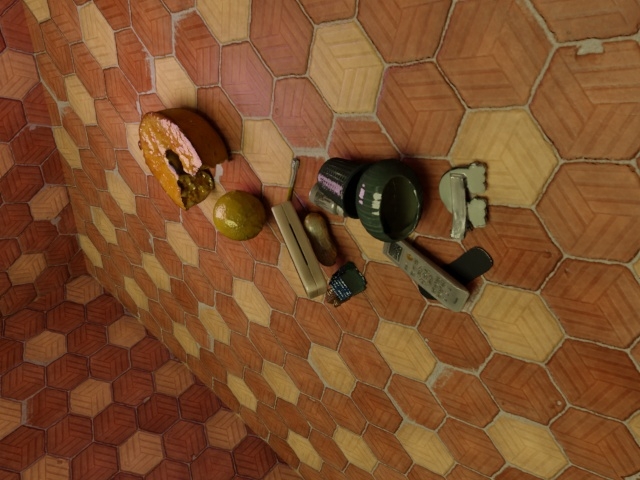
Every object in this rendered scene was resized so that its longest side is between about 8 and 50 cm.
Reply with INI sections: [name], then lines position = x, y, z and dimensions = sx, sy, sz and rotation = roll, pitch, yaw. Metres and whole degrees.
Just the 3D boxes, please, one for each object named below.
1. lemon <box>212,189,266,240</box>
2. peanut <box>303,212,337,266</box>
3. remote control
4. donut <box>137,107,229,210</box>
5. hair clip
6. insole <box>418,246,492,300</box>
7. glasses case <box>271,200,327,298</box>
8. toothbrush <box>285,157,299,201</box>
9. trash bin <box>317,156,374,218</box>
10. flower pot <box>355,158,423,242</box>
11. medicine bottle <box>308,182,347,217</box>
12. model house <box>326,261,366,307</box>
[lemon]
position = -0.311, -0.096, 2.052
dimensions = 0.231, 0.192, 0.192
rotation = 32, 138, 27
[peanut]
position = 0.000, 0.000, 1.884
dimensions = 0.087, 0.087, 0.207
rotation = -2, 116, 48
[remote control]
position = 0.321, 0.087, 1.637
dimensions = 0.313, 0.055, 0.109
rotation = 42, 149, 26
[donut]
position = -0.544, -0.356, 2.124
dimensions = 0.378, 0.163, 0.435
rotation = 54, 145, 1
[hair clip]
position = 0.375, -0.109, 1.428
dimensions = 0.140, 0.054, 0.220
rotation = 18, 129, 43
[insole]
position = 0.395, 0.107, 1.612
dimensions = 0.109, 0.007, 0.322
rotation = 51, 143, 6
[glasses case]
position = -0.073, 0.032, 1.877
dimensions = 0.144, 0.076, 0.336
rotation = 87, 160, -71
[toothbrush]
position = -0.110, -0.179, 1.913
dimensions = 0.024, 0.021, 0.288
rotation = 47, 144, 26
[trash bin]
position = 0.079, -0.173, 1.610
dimensions = 0.161, 0.175, 0.175
rotation = 33, 140, 40
[flower pot]
position = 0.192, -0.111, 1.504
dimensions = 0.157, 0.189, 0.243
rotation = -117, 17, -54
[medicine bottle]
position = 0.037, -0.130, 1.744
dimensions = 0.140, 0.079, 0.079
rotation = 30, 137, 27
[model house]
position = 0.065, 0.175, 1.904
dimensions = 0.119, 0.148, 0.148
rotation = 53, 141, 0
